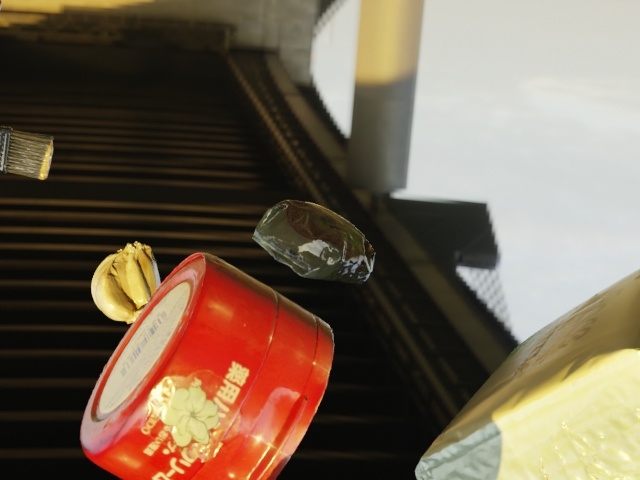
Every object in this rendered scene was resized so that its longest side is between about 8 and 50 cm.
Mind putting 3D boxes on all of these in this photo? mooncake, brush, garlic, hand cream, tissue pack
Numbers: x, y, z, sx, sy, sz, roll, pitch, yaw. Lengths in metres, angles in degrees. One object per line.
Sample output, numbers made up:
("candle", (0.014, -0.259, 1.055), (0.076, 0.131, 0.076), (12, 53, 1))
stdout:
("mooncake", (0.000, 0.000, 1.616), (0.130, 0.073, 0.125), (38, -161, 27))
("brush", (-0.326, -0.088, 1.159), (0.170, 0.043, 0.014), (10, -166, -5))
("garlic", (-0.224, 0.054, 1.490), (0.074, 0.094, 0.113), (-24, 176, 15))
("hand cream", (-0.107, 0.134, 1.190), (0.149, 0.230, 0.230), (33, -171, -14))
("tissue pack", (0.339, 0.203, 1.572), (0.332, 0.205, 0.405), (-33, -179, 29))

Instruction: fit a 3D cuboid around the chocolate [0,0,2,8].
("chocolate", (-0.370, -0.090, 0.899), (0.235, 0.237, 0.108), (20, -160, -4))
